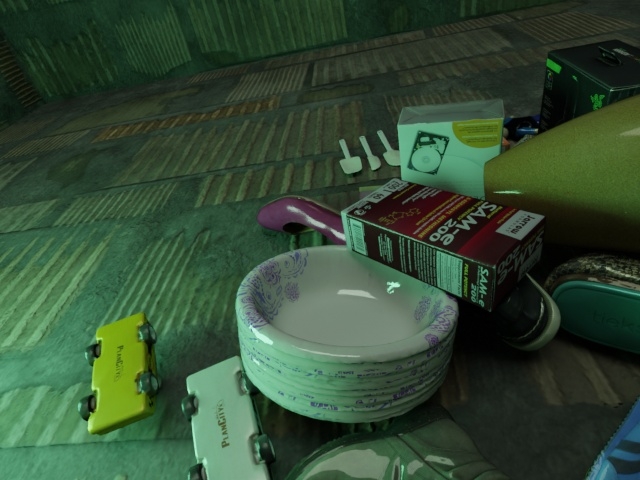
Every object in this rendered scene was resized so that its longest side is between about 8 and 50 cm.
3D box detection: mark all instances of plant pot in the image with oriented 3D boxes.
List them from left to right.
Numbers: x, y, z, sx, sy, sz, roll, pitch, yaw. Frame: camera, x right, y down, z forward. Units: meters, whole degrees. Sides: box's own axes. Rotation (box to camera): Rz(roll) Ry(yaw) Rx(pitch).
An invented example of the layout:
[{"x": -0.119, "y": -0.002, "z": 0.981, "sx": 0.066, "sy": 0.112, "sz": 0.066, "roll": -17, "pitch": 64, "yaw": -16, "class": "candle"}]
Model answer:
[{"x": 0.388, "y": -0.086, "z": 0.619, "sx": 0.255, "sy": 0.237, "sz": 0.237, "roll": -5, "pitch": 36, "yaw": 30, "class": "plant pot"}]

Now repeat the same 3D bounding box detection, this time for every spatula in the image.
[{"x": 0.132, "y": -0.257, "z": 1.178, "sx": 0.169, "sy": 0.019, "sz": 0.241, "roll": -13, "pitch": 37, "yaw": 2, "class": "spatula"}]

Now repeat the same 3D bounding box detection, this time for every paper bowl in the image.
[{"x": 0.033, "y": 0.125, "z": 0.565, "sx": 0.285, "sy": 0.147, "sz": 0.284, "roll": 0, "pitch": 23, "yaw": 0, "class": "paper bowl"}]

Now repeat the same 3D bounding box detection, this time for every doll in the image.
[{"x": 0.545, "y": -0.301, "z": 1.082, "sx": 0.189, "sy": 0.046, "sz": 0.129, "roll": -15, "pitch": 36, "yaw": -3, "class": "doll"}]

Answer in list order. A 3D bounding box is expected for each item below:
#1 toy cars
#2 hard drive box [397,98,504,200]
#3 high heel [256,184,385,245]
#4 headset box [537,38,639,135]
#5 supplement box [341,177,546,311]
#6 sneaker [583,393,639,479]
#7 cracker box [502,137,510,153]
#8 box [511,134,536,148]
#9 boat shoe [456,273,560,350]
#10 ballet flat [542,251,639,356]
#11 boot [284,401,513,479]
[{"x": -0.204, "y": 0.234, "z": 0.590, "sx": 0.394, "sy": 0.087, "sz": 0.176, "roll": 15, "pitch": 50, "yaw": 28, "class": "toy cars"}, {"x": 0.254, "y": -0.143, "z": 0.810, "sx": 0.181, "sy": 0.232, "sz": 0.089, "roll": 1, "pitch": 40, "yaw": 20, "class": "hard drive box"}, {"x": 0.000, "y": 0.000, "z": 0.835, "sx": 0.378, "sy": 0.181, "sz": 0.127, "roll": -5, "pitch": -9, "yaw": 44, "class": "high heel"}, {"x": 0.525, "y": -0.214, "z": 0.777, "sx": 0.132, "sy": 0.282, "sz": 0.246, "roll": -7, "pitch": 38, "yaw": 8, "class": "headset box"}, {"x": 0.159, "y": -0.009, "z": 0.574, "sx": 0.130, "sy": 0.073, "sz": 0.240, "roll": -34, "pitch": 39, "yaw": -30, "class": "supplement box"}, {"x": 0.337, "y": 0.236, "z": 0.425, "sx": 0.210, "sy": 0.069, "sz": 0.082, "roll": -32, "pitch": 44, "yaw": -23, "class": "sneaker"}, {"x": 0.360, "y": -0.255, "z": 1.063, "sx": 0.156, "sy": 0.067, "sz": 0.232, "roll": -10, "pitch": 36, "yaw": 3, "class": "cracker box"}, {"x": 0.389, "y": -0.106, "z": 0.772, "sx": 0.059, "sy": 0.168, "sz": 0.054, "roll": -38, "pitch": 44, "yaw": -28, "class": "box"}, {"x": 0.214, "y": 0.029, "z": 0.658, "sx": 0.127, "sy": 0.113, "sz": 0.340, "roll": -52, "pitch": 32, "yaw": 21, "class": "boat shoe"}, {"x": 0.529, "y": 0.108, "z": 0.471, "sx": 0.182, "sy": 0.163, "sz": 0.483, "roll": -28, "pitch": 35, "yaw": -34, "class": "ballet flat"}, {"x": 0.079, "y": 0.270, "z": 0.416, "sx": 0.247, "sy": 0.083, "sz": 0.161, "roll": -22, "pitch": 21, "yaw": -14, "class": "boot"}]
